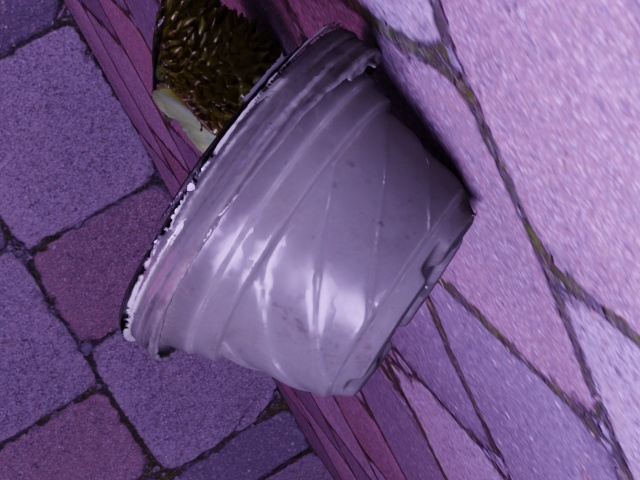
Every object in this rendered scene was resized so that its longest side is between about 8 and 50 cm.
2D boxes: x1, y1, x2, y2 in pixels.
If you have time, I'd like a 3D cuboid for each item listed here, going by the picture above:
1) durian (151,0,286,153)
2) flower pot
[{"bbox_3d":[-0.067,-0.124,1.248,0.220,0.096,0.137,74,-160,-70],"label":"durian"},{"bbox_3d":[0.000,0.000,0.938,0.141,0.235,0.235,33,169,5],"label":"flower pot"}]
